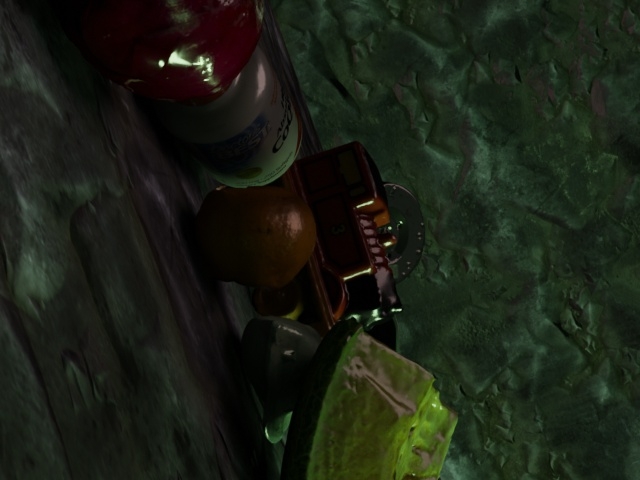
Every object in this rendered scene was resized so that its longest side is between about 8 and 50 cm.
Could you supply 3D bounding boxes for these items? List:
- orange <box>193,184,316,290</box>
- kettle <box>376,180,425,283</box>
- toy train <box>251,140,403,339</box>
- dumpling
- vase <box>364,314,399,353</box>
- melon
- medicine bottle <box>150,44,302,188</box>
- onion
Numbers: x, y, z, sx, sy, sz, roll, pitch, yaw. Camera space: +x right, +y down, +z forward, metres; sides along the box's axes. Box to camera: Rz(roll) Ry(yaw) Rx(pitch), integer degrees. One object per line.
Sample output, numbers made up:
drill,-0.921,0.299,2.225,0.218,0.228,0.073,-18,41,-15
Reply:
orange,-0.083,-0.005,1.372,0.156,0.156,0.134,35,58,-80
kettle,0.063,-0.026,2.220,0.271,0.250,0.207,8,-72,50
toy train,0.000,0.000,1.671,0.163,0.231,0.369,49,22,-66
dumpling,-0.038,0.169,1.401,0.217,0.105,0.149,62,8,-66
vase,0.059,0.154,2.234,0.251,0.156,0.301,46,1,-2
melon,0.050,0.310,1.298,0.331,0.226,0.343,83,28,-64
medicine bottle,-0.126,-0.179,1.430,0.289,0.157,0.157,51,21,-72
onion,-0.157,-0.235,1.114,0.206,0.216,0.207,-93,171,-56
